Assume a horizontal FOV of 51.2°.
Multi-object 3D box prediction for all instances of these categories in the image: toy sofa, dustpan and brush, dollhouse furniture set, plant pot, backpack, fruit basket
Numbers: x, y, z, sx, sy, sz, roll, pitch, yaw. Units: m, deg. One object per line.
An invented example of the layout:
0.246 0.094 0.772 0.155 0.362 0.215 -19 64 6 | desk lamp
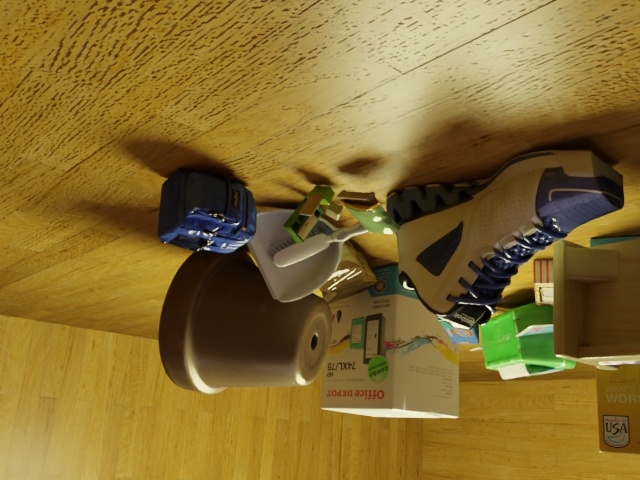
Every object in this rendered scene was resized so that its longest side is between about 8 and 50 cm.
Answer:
0.445 0.057 0.711 0.177 0.150 0.362 16 161 -31 | toy sofa
0.000 0.000 0.980 0.211 0.147 0.060 -23 -164 4 | dustpan and brush
0.021 -0.025 0.878 0.152 0.058 0.076 9 148 46 | dollhouse furniture set
-0.109 0.149 1.151 0.229 0.263 0.263 8 166 23 | plant pot
-0.141 -0.035 0.886 0.120 0.098 0.101 17 155 -35 | backpack
0.547 0.217 1.455 0.353 0.165 0.327 4 164 -9 | fruit basket

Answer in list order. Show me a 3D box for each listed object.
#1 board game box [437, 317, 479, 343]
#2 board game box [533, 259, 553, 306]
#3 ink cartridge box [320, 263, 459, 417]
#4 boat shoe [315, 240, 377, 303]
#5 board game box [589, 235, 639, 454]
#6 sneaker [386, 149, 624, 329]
0.213 0.063 1.020 0.047 0.160 0.210 -2 163 17 | board game box
0.466 0.081 1.216 0.147 0.045 0.193 -1 163 18 | board game box
0.142 0.209 1.328 0.197 0.270 0.198 18 158 -39 | ink cartridge box
0.035 0.045 1.162 0.104 0.089 0.285 -23 165 -1 | boat shoe
0.519 0.147 0.950 0.242 0.316 0.064 -6 160 28 | board game box
0.212 0.014 0.816 0.127 0.182 0.315 17 160 -40 | sneaker
